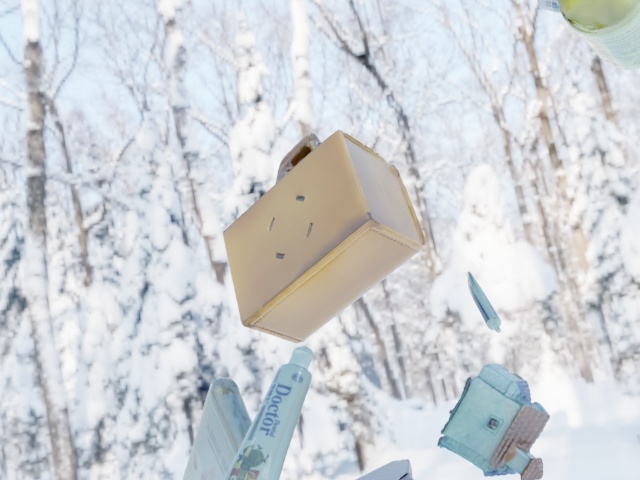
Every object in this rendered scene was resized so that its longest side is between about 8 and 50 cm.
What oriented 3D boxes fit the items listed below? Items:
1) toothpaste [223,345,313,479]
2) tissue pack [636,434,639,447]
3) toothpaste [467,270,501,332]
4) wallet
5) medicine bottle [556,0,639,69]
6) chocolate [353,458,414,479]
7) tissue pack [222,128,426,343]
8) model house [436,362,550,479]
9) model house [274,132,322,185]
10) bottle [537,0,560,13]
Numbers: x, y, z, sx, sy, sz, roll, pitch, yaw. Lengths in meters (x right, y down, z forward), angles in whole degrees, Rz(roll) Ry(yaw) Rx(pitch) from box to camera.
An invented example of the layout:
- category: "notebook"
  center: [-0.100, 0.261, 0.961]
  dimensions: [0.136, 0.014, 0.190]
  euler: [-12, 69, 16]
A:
- category: "toothpaste"
  center: [-0.053, 0.212, 1.050]
  dimensions: [0.067, 0.255, 0.037]
  euler: [3, -49, 19]
- category: "tissue pack"
  center: [0.667, 0.417, 1.843]
  dimensions: [0.079, 0.111, 0.085]
  euler: [-12, 27, 47]
- category: "toothpaste"
  center: [0.370, 0.145, 2.154]
  dimensions: [0.034, 0.197, 0.057]
  euler: [-13, -54, -6]
- category: "wallet"
  center: [-0.167, 0.442, 1.659]
  dimensions: [0.083, 0.252, 0.360]
  euler: [-6, -48, -29]
- category: "medicine bottle"
  center: [0.386, -0.305, 1.240]
  dimensions: [0.124, 0.124, 0.239]
  euler: [-17, -14, 28]
- category: "chocolate"
  center: [0.096, 0.422, 1.403]
  dimensions: [0.156, 0.133, 0.156]
  euler: [-26, 0, 0]
- category: "tissue pack"
  center: [0.000, 0.000, 1.453]
  dimensions: [0.274, 0.194, 0.145]
  euler: [-39, -42, 26]
- category: "model house"
  center: [0.260, 0.267, 1.305]
  dimensions: [0.148, 0.148, 0.119]
  euler: [35, 8, 32]
- category: "model house"
  center: [0.015, -0.093, 2.194]
  dimensions: [0.199, 0.229, 0.219]
  euler: [-48, -32, 7]
- category: "bottle"
  center: [0.486, -0.422, 1.693]
  dimensions: [0.060, 0.060, 0.217]
  euler: [-3, 22, -39]
